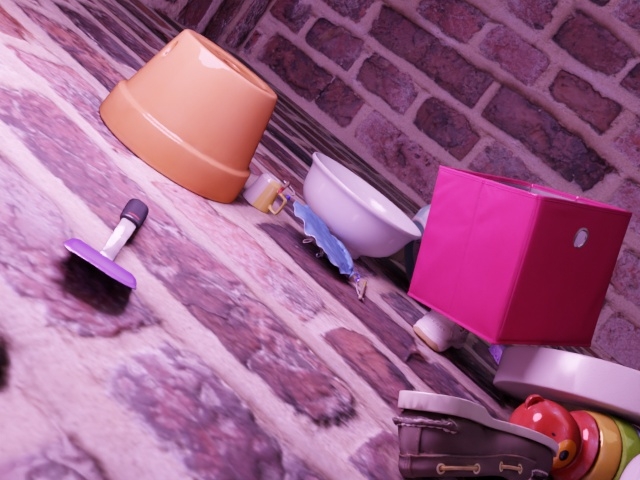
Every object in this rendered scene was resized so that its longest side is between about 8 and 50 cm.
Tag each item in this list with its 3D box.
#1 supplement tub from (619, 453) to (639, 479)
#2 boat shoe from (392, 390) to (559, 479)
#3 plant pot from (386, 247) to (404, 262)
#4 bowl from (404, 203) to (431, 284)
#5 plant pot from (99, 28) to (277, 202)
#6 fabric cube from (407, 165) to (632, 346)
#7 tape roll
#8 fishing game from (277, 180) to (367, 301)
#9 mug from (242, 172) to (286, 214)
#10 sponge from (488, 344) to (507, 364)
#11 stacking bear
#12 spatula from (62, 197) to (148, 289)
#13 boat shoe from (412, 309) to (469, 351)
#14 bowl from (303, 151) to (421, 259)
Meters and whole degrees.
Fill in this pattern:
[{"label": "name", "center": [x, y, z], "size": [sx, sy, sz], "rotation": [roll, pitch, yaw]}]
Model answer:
[{"label": "supplement tub", "center": [0.542, 0.374, 0.836], "size": [0.235, 0.235, 0.325], "rotation": [28, -27, -37]}, {"label": "boat shoe", "center": [0.201, 0.269, 0.896], "size": [0.116, 0.097, 0.324], "rotation": [-5, -25, 40]}, {"label": "plant pot", "center": [0.181, -0.021, 1.858], "size": [0.109, 0.096, 0.109], "rotation": [45, 14, 31]}, {"label": "bowl", "center": [0.296, 0.033, 1.643], "size": [0.163, 0.312, 0.311], "rotation": [-2, 25, -13]}, {"label": "plant pot", "center": [-0.213, -0.234, 1.275], "size": [0.291, 0.203, 0.291], "rotation": [36, 14, -10]}, {"label": "fabric cube", "center": [0.354, 0.027, 1.302], "size": [0.254, 0.258, 0.259], "rotation": [7, 12, -32]}, {"label": "tape roll", "center": [0.512, 0.293, 1.302], "size": [0.392, 0.072, 0.392], "rotation": [19, -15, 5]}, {"label": "fishing game", "center": [0.000, 0.000, 1.378], "size": [0.264, 0.041, 0.189], "rotation": [51, 11, -7]}, {"label": "mug", "center": [-0.103, -0.093, 1.400], "size": [0.078, 0.064, 0.062], "rotation": [36, 12, -11]}, {"label": "sponge", "center": [0.454, 0.309, 1.600], "size": [0.117, 0.031, 0.210], "rotation": [35, 13, -12]}, {"label": "stacking bear", "center": [0.431, 0.346, 1.146], "size": [0.289, 0.175, 0.164], "rotation": [27, 12, -15]}, {"label": "spatula", "center": [-0.229, -0.008, 0.826], "size": [0.084, 0.030, 0.296], "rotation": [36, 12, -14]}, {"label": "boat shoe", "center": [0.274, 0.162, 1.468], "size": [0.098, 0.096, 0.277], "rotation": [42, 13, 14]}, {"label": "bowl", "center": [0.066, -0.053, 1.566], "size": [0.298, 0.134, 0.298], "rotation": [35, 13, -9]}]
